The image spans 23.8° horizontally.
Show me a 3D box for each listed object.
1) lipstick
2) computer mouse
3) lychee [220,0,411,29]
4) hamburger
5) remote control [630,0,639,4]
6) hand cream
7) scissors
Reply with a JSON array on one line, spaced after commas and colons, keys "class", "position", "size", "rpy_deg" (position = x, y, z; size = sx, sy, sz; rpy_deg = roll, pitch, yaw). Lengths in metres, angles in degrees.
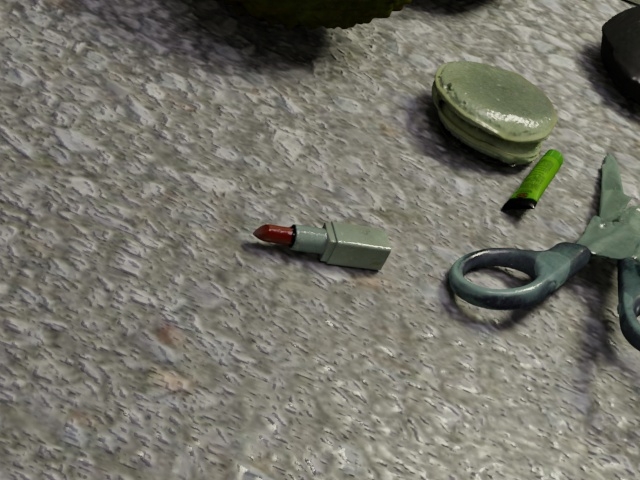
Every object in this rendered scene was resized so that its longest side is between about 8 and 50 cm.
[{"class": "lipstick", "position": [-0.001, 0.001, 1.389], "size": [0.129, 0.030, 0.030], "rpy_deg": [7, 43, -22]}, {"class": "computer mouse", "position": [0.468, -0.224, 1.863], "size": [0.295, 0.087, 0.168], "rpy_deg": [-4, 45, -36]}, {"class": "lychee", "position": [-0.026, -0.357, 1.600], "size": [0.320, 0.270, 0.270], "rpy_deg": [48, 38, -8]}, {"class": "hamburger", "position": [0.184, -0.136, 1.625], "size": [0.140, 0.062, 0.133], "rpy_deg": [8, 38, -19]}, {"class": "remote control", "position": [0.413, -0.384, 2.058], "size": [0.087, 0.029, 0.190], "rpy_deg": [24, 39, -3]}, {"class": "hand cream", "position": [0.226, -0.061, 1.592], "size": [0.036, 0.023, 0.122], "rpy_deg": [0, 27, 29]}, {"class": "scissors", "position": [0.293, -0.001, 1.532], "size": [0.256, 0.029, 0.383], "rpy_deg": [16, 31, 15]}]
